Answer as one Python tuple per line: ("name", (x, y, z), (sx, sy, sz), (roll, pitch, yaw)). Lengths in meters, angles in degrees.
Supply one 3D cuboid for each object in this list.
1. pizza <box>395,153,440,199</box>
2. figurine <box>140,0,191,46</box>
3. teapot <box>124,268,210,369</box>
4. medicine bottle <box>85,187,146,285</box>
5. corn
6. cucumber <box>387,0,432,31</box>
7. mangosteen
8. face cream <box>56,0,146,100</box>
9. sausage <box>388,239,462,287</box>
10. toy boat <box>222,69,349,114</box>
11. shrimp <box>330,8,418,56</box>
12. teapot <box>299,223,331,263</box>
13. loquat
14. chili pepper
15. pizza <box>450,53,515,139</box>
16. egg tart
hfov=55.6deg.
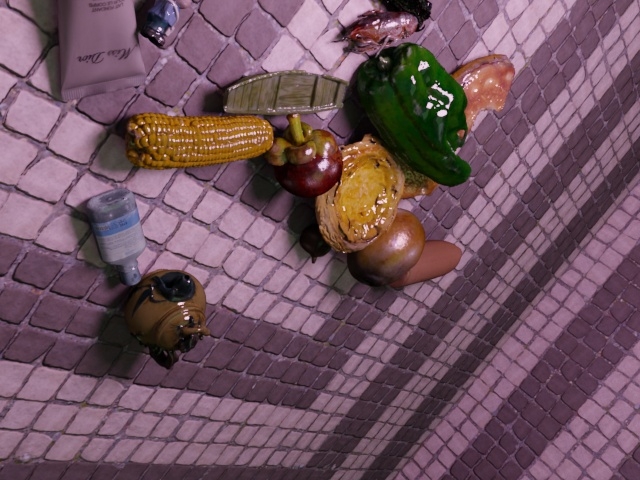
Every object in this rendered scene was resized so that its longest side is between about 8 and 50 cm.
("pizza", (0.212, -0.173, 1.572), (0.188, 0.080, 0.204), (30, 111, -29))
("figurine", (-0.239, -0.376, 0.947), (0.079, 0.077, 0.136), (42, 82, -31))
("teapot", (-0.309, 0.169, 1.266), (0.173, 0.182, 0.269), (-9, 129, -40))
("medicine bottle", (-0.380, -0.001, 1.154), (0.090, 0.054, 0.208), (-27, 139, -28))
("corn", (-0.212, -0.183, 1.121), (0.313, 0.102, 0.102), (-8, 127, -40))
("cucumber", (0.155, -0.505, 1.224), (0.245, 0.067, 0.067), (20, 108, -52))
("mangosteen", (-0.028, -0.170, 1.257), (0.156, 0.145, 0.181), (-31, 158, -14))
("face cream", (-0.330, -0.353, 0.886), (0.143, 0.089, 0.314), (-25, 148, -31))
("sausage", (0.303, 0.064, 1.819), (0.253, 0.123, 0.123), (-7, 127, -40))
("toy boat", (-0.073, -0.293, 1.197), (0.293, 0.055, 0.093), (-13, 131, -38))
("shrimp", (0.109, -0.425, 1.241), (0.190, 0.074, 0.073), (-21, 144, -15))
("teapot", (0.000, 0.000, 1.511), (0.076, 0.068, 0.121), (11, 114, -48))
("loquat", (0.168, 0.018, 1.600), (0.227, 0.179, 0.179), (-41, 142, -1))
("chili pepper", (0.245, -0.275, 1.364), (0.213, 0.167, 0.385), (-45, 130, 6))
("pizza", (0.366, -0.360, 1.540), (0.305, 0.085, 0.161), (-41, 126, -5))
("egg tart", (0.078, -0.117, 1.445), (0.291, 0.107, 0.290), (-17, 118, -35))
